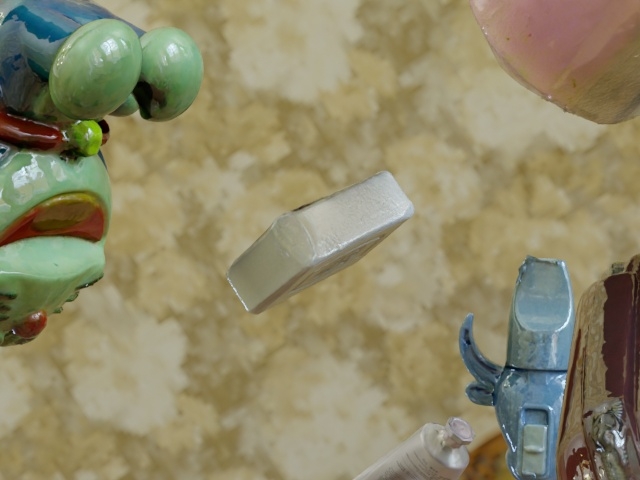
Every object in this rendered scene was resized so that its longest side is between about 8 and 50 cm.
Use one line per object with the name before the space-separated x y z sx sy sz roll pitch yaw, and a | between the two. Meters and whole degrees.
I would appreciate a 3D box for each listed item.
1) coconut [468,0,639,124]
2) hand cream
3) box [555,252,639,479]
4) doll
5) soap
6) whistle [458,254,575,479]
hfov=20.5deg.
coconut | 0.247 -0.228 1.580 0.233 0.233 0.245 -41 -3 -44
hand cream | 0.094 0.218 1.667 0.142 0.084 0.053 -51 -3 35
box | 0.268 0.168 1.299 0.108 0.263 0.404 -25 14 20
doll | -0.230 -0.052 1.296 0.322 0.186 0.198 -56 -25 15
soap | 0.000 0.000 1.840 0.183 0.064 0.121 -26 -12 -45
whistle | 0.237 0.150 1.917 0.180 0.269 0.093 4 3 12
